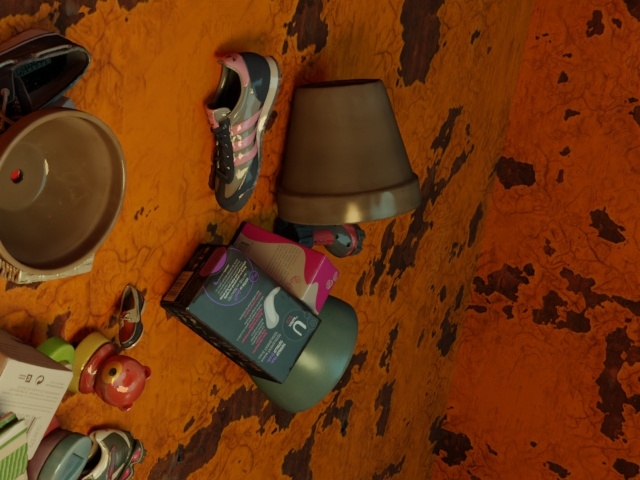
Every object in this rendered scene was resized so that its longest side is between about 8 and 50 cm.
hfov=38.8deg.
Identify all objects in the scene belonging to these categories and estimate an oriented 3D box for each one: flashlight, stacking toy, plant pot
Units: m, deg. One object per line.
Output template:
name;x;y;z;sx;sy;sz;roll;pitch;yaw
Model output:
flashlight;0.000;0.000;2.213;0.304;0.103;0.103;-8;119;-60
stacking toy;-0.433;0.312;1.564;0.308;0.130;0.279;-63;169;-8
plant pot;-0.082;0.224;2.094;0.195;0.290;0.290;34;77;-25
plant pot;-0.396;-0.077;1.277;0.237;0.110;0.237;-32;131;-46
plant pot;0.054;-0.205;1.988;0.323;0.323;0.280;-23;113;-53

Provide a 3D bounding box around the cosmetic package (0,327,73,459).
cosmetic package;-0.511;0.219;1.372;0.151;0.184;0.151;-64;153;-5

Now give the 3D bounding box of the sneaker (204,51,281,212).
sneaker;-0.179;-0.210;1.763;0.131;0.112;0.318;0;107;-43

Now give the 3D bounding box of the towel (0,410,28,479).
towel;-0.515;0.406;1.284;0.248;0.038;0.324;-38;153;-41

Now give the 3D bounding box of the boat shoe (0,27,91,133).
boat shoe;-0.447;-0.199;1.269;0.301;0.102;0.108;-43;144;-39

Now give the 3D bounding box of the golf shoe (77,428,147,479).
golf shoe;-0.454;0.499;1.795;0.120;0.105;0.272;31;76;-47

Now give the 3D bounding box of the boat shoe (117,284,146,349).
boat shoe;-0.355;0.142;1.690;0.137;0.049;0.043;-91;159;-47

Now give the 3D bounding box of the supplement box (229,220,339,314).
supplement box;-0.087;0.059;1.970;0.111;0.220;0.114;-61;152;-12

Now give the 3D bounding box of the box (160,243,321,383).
box;-0.161;0.148;1.858;0.270;0.143;0.165;42;70;-25

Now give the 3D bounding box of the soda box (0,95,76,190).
soda box;-0.451;-0.128;1.344;0.216;0.074;0.069;-53;149;-26

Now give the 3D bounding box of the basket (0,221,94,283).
basket;-0.441;0.000;1.424;0.167;0.103;0.113;-10;117;-58
